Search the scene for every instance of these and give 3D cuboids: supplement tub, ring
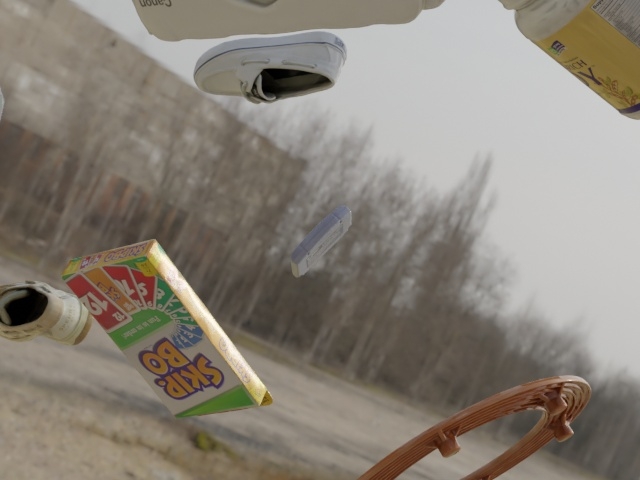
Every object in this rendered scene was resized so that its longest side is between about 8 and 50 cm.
[{"bbox_3d":[0.469,-0.378,2.052,0.331,0.241,0.241,35,-6,-15],"label":"supplement tub"},{"bbox_3d":[0.161,0.255,1.419,0.032,0.337,0.336,61,14,26],"label":"ring"}]

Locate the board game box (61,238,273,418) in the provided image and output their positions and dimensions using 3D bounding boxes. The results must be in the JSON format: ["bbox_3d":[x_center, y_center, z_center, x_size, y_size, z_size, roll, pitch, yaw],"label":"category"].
[{"bbox_3d":[-0.165,0.111,1.403,0.124,0.039,0.259,-13,-52,32],"label":"board game box"}]

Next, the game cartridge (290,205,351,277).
[{"bbox_3d":[0.000,0.000,1.329,0.017,0.083,0.056,42,-15,11],"label":"game cartridge"}]

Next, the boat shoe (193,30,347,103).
[{"bbox_3d":[-0.086,-0.248,1.879,0.258,0.084,0.095,-9,-39,31],"label":"boat shoe"}]

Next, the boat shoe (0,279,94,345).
[{"bbox_3d":[-0.496,0.111,2.097,0.098,0.109,0.302,28,-15,-40],"label":"boat shoe"}]

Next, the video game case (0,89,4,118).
[{"bbox_3d":[-0.503,-0.217,1.751,0.042,0.210,0.232,-3,-45,4],"label":"video game case"}]

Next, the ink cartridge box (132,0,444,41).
[{"bbox_3d":[0.050,-0.314,0.925,0.279,0.384,0.160,3,-52,41],"label":"ink cartridge box"}]
